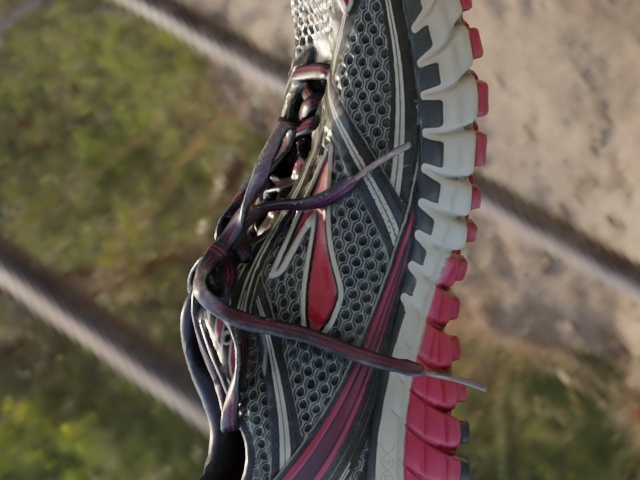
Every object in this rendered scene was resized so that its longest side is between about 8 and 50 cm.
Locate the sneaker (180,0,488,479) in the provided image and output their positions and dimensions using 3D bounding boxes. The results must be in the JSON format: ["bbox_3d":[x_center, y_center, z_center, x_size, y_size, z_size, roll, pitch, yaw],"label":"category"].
[{"bbox_3d":[0.000,0.000,0.754,0.121,0.112,0.299,-171,82,-77],"label":"sneaker"}]
